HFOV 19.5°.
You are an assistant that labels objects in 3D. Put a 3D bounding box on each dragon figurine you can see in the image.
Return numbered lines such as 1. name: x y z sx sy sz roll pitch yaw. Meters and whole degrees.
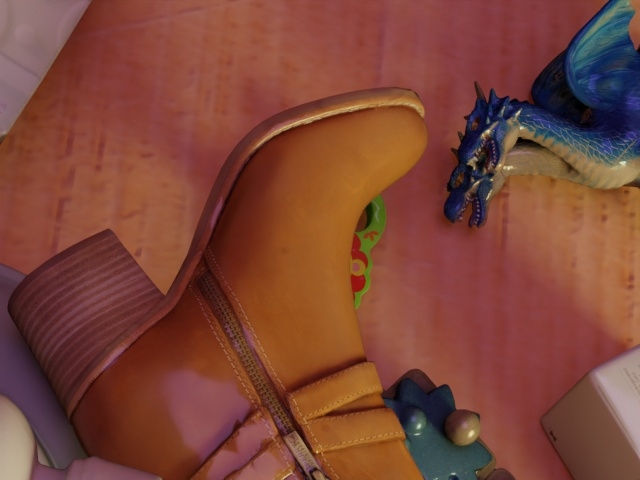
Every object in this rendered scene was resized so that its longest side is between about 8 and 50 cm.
1. dragon figurine: 0.194 -0.106 1.203 0.144 0.085 0.289 37 67 3

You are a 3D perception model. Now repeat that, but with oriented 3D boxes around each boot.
1. boot: -0.003 0.052 1.023 0.283 0.109 0.220 -30 69 -28

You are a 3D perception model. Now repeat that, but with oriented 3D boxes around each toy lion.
1. toy lion: 0.000 0.000 1.149 0.100 0.034 0.096 -32 85 -22

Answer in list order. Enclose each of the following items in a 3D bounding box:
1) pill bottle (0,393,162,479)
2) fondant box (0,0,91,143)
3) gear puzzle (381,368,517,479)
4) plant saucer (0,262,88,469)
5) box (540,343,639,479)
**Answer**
1. pill bottle: -0.233 0.134 0.857 0.301 0.169 0.169 15 66 -7
2. fondant box: -0.225 -0.239 1.140 0.238 0.096 0.330 32 64 -10
3. gear puzzle: 0.005 0.214 1.012 0.175 0.044 0.339 50 57 0
4. plant saucer: -0.245 0.171 0.986 0.400 0.100 0.400 4 68 -11
5. box: 0.202 0.116 1.105 0.087 0.101 0.102 -24 75 -20
